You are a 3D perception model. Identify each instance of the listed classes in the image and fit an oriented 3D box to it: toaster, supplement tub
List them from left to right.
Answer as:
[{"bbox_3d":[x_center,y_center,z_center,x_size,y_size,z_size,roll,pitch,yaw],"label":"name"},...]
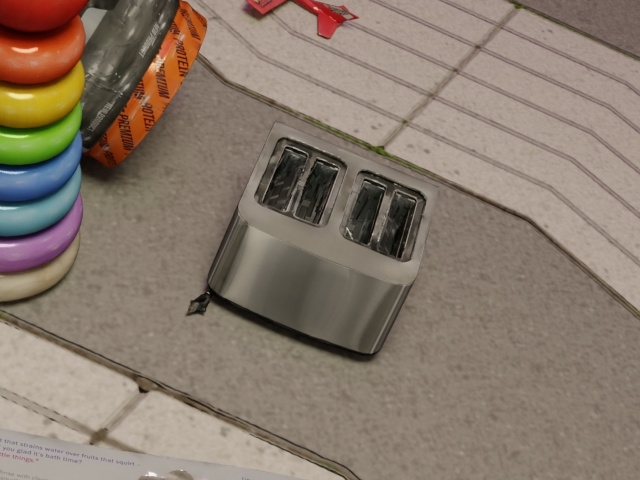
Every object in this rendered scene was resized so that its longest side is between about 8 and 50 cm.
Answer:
[{"bbox_3d":[-0.279,-0.218,1.012,0.338,0.207,0.207,34,41,-20],"label":"supplement tub"},{"bbox_3d":[0.000,0.000,1.037,0.168,0.110,0.185,22,44,-2],"label":"toaster"}]

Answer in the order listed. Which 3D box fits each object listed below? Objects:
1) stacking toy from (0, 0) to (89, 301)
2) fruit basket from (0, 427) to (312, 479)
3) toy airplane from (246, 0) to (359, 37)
[{"bbox_3d":[-0.224,-0.105,0.880,0.141,0.330,0.141,13,45,-13],"label":"stacking toy"},{"bbox_3d":[-0.090,0.274,0.737,0.327,0.165,0.353,12,29,-13],"label":"fruit basket"},{"bbox_3d":[-0.024,-0.281,1.353,0.151,0.028,0.151,12,47,-13],"label":"toy airplane"}]
